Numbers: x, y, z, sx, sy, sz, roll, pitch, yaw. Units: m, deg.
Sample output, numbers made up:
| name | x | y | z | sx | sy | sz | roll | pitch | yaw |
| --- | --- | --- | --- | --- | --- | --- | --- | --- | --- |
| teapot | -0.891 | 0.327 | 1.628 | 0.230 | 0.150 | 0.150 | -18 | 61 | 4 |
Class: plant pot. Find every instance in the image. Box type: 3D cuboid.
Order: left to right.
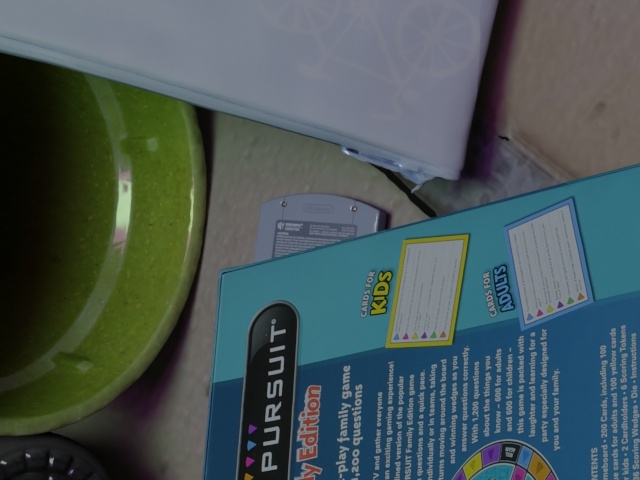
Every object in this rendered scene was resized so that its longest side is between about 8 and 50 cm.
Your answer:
| name | x | y | z | sx | sy | sz | roll | pitch | yaw |
| --- | --- | --- | --- | --- | --- | --- | --- | --- | --- |
| plant pot | -0.254 | -0.031 | 1.120 | 0.254 | 0.276 | 0.276 | 2 | 83 | 43 |

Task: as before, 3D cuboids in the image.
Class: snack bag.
| name | x | y | z | sx | sy | sz | roll | pitch | yaw |
| --- | --- | --- | --- | --- | --- | --- | --- | --- | --- |
| snack bag | -0.035 | -0.229 | 1.000 | 0.323 | 0.037 | 0.342 | 16 | 85 | -11 |

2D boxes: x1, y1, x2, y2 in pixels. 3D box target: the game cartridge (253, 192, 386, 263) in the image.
| name | x | y | z | sx | sy | sz | roll | pitch | yaw |
| --- | --- | --- | --- | --- | --- | --- | --- | --- | --- |
| game cartridge | 0.000 | 0.000 | 1.085 | 0.083 | 0.017 | 0.056 | 5 | 89 | 31 |

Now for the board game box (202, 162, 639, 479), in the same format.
| name | x | y | z | sx | sy | sz | roll | pitch | yaw |
| --- | --- | --- | --- | --- | --- | --- | --- | --- | --- |
| board game box | 0.093 | 0.107 | 0.925 | 0.336 | 0.079 | 0.254 | -14 | 58 | 32 |

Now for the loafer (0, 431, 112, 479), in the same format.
| name | x | y | z | sx | sy | sz | roll | pitch | yaw |
| --- | --- | --- | --- | --- | --- | --- | --- | --- | --- |
| loafer | -0.219 | 0.275 | 1.129 | 0.366 | 0.134 | 0.130 | -67 | 22 | 7 |
